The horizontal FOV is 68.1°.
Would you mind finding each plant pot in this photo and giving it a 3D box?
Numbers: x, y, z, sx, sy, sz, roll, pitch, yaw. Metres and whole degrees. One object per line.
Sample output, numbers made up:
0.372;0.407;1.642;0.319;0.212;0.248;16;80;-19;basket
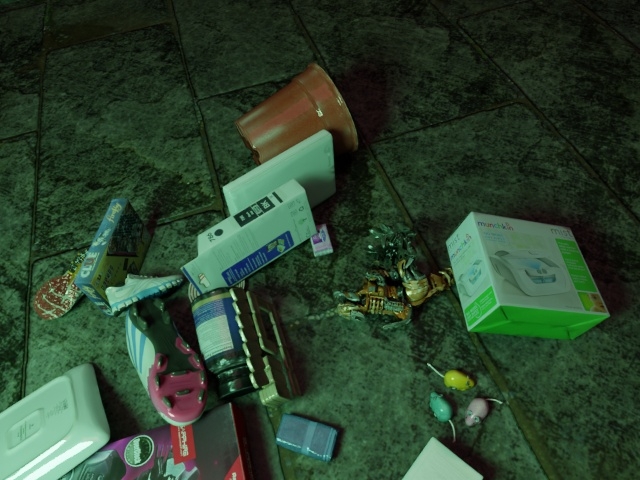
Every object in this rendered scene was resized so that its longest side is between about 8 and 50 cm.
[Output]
-0.078;-0.308;1.326;0.265;0.272;0.272;-30;57;-6;plant pot

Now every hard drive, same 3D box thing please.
-0.090;-0.126;1.200;0.307;0.203;0.040;-35;53;-24;hard drive

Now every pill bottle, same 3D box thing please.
-0.198;0.220;1.020;0.122;0.123;0.219;-17;68;-6;pill bottle

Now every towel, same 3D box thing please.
-0.026;0.393;0.946;0.119;0.029;0.067;13;57;14;towel

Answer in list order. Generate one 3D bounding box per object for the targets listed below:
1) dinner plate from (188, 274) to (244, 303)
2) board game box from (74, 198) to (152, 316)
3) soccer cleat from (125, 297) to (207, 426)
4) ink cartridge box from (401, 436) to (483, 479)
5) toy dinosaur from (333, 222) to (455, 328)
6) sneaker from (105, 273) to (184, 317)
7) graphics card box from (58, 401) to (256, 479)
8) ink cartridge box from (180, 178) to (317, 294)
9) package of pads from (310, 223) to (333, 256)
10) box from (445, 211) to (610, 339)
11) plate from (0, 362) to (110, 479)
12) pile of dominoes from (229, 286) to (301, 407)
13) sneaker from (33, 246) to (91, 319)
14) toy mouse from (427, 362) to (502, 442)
-0.256;0.118;1.175;0.141;0.017;0.141;-2;54;3;dinner plate
-0.500;0.042;1.164;0.042;0.165;0.243;2;54;8;board game box
-0.328;0.268;1.002;0.116;0.143;0.331;-6;40;-34;soccer cleat
0.185;0.475;0.845;0.109;0.062;0.209;34;65;26;ink cartridge box
0.186;0.088;1.099;0.321;0.164;0.219;-4;65;-27;toy dinosaur
-0.416;0.106;1.125;0.190;0.071;0.083;-22;70;-46;sneaker
-0.308;0.476;0.877;0.370;0.094;0.233;-17;54;-4;graphics card box
-0.169;0.002;1.130;0.332;0.165;0.065;-33;54;-14;ink cartridge box
0.000;0.000;1.222;0.050;0.032;0.083;-13;54;-3;package of pads
0.432;0.078;1.021;0.261;0.127;0.231;8;53;-14;box
-0.572;0.385;0.936;0.278;0.045;0.277;-34;34;-17;plate
-0.128;0.219;0.992;0.040;0.196;0.251;-30;54;10;pile of dominoes
-0.610;0.111;1.185;0.225;0.093;0.088;-43;89;-6;sneaker
0.281;0.332;0.956;0.160;0.031;0.143;14;57;15;toy mouse
